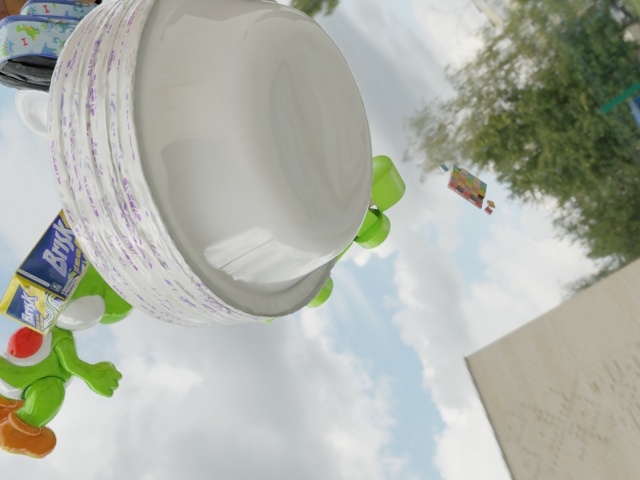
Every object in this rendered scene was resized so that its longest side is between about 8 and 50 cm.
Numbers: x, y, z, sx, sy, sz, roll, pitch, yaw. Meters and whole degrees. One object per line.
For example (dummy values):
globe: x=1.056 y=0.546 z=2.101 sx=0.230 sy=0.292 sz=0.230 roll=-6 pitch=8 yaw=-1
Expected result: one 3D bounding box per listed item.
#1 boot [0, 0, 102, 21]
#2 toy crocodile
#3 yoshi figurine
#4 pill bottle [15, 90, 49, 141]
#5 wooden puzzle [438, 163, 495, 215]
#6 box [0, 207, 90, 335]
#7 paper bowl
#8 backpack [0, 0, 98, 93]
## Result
boot: x=-0.534 y=-0.505 z=1.380 sx=0.096 sy=0.281 sz=0.263 roll=67 pitch=-160 yaw=-68
toy crocodile: x=0.000 y=0.000 z=1.211 sx=0.115 sy=0.340 sz=0.105 roll=37 pitch=-169 yaw=-39
yoshi figurine: x=-0.418 y=0.170 z=1.280 sx=0.204 sy=0.362 sz=0.203 roll=27 pitch=-178 yaw=-10
pill bottle: x=-0.329 y=-0.222 z=1.046 sx=0.103 sy=0.103 sz=0.184 roll=44 pitch=-137 yaw=-22
wooden puzzle: x=0.176 y=-0.065 z=0.905 sx=0.083 sy=0.006 sz=0.049 roll=32 pitch=-140 yaw=-8
box: x=-0.258 y=0.015 z=0.764 sx=0.054 sy=0.059 sz=0.168 roll=29 pitch=-149 yaw=-13
paper bowl: x=-0.061 y=-0.075 z=0.612 sx=0.284 sy=0.148 sz=0.284 roll=22 pitch=-116 yaw=-57
backpack: x=-0.277 y=-0.198 z=0.783 sx=0.114 sy=0.105 sz=0.084 roll=-4 pitch=-101 yaw=-30
